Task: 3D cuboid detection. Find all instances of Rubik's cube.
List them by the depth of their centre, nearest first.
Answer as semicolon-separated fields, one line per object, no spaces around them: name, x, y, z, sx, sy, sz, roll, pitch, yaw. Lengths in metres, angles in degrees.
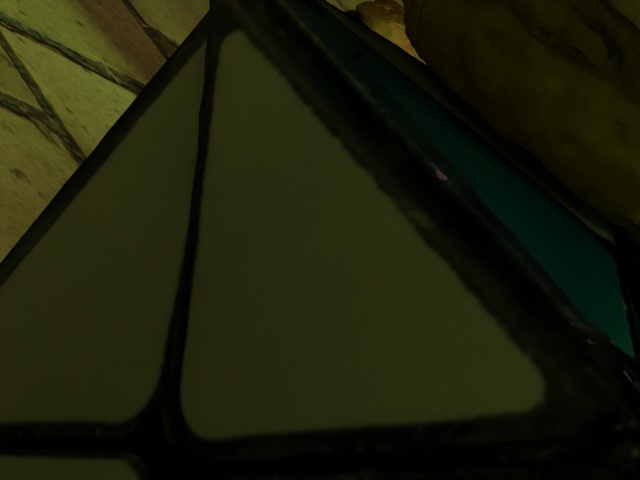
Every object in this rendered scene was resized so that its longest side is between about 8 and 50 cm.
Rubik's cube;0.038;0.119;0.715;0.307;0.305;0.310;29;19;-45

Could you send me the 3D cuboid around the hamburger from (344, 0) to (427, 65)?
hamburger;0.071;-0.189;2.081;0.209;0.162;0.330;39;19;-24

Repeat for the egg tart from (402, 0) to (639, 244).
egg tart;0.141;-0.082;0.747;0.341;0.129;0.341;38;15;-12
